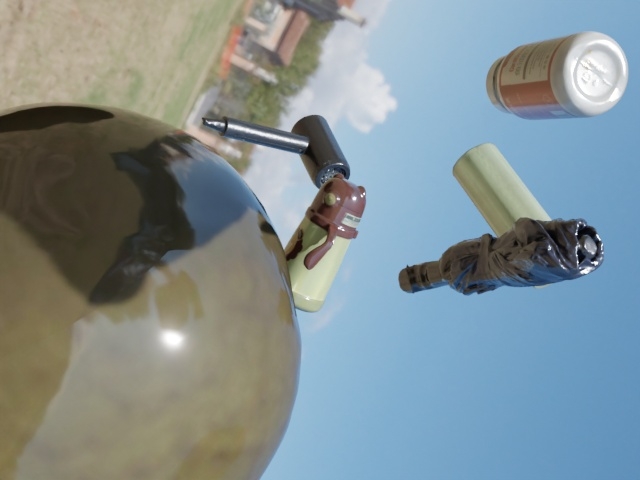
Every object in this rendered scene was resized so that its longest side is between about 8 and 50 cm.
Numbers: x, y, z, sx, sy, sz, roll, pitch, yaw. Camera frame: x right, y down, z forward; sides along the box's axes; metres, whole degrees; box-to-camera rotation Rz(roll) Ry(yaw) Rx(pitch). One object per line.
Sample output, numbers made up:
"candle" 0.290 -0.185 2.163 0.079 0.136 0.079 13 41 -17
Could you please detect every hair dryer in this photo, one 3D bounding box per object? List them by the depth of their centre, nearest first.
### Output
"hair dryer" -0.073 -0.152 1.335 0.070 0.255 0.128 -56 -136 33

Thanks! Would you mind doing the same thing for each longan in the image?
"longan" -0.158 0.074 0.527 0.319 0.319 0.319 -60 -169 19

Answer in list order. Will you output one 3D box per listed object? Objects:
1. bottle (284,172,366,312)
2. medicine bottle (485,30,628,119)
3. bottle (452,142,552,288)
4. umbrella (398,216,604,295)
"bottle" -0.001 -0.001 0.616 0.063 0.047 0.101 39 -73 51
"medicine bottle" 0.375 -0.262 1.356 0.131 0.131 0.250 -64 -161 -1
"bottle" 0.255 -0.035 1.106 0.072 0.072 0.201 -56 -129 38
"umbrella" 0.156 0.017 0.788 0.248 0.071 0.071 -13 -129 62
